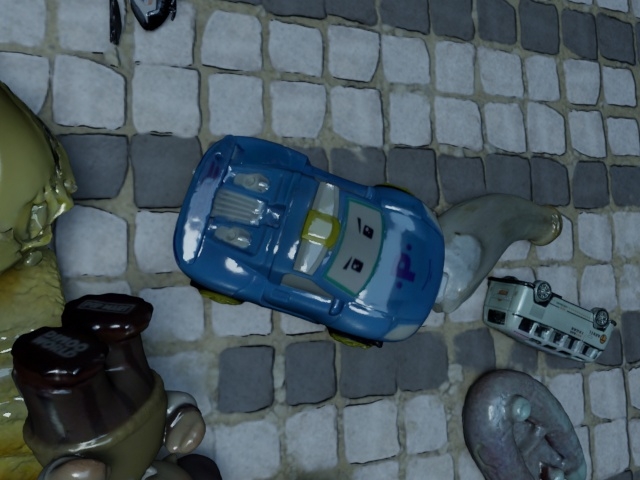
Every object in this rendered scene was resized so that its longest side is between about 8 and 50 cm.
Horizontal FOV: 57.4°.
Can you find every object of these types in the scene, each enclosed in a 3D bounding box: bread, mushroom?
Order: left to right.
[{"bbox_3d":[-0.304,0.128,0.539,0.174,0.133,0.252,-9,88,-25],"label":"bread"},{"bbox_3d":[0.227,-0.006,0.795,0.270,0.103,0.118,-28,98,-28],"label":"mushroom"}]

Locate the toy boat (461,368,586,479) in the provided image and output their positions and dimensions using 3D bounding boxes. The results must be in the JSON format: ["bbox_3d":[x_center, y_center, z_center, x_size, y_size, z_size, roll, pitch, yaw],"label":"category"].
[{"bbox_3d":[0.289,0.278,0.801,0.155,0.085,0.227,-38,100,-20],"label":"toy boat"}]

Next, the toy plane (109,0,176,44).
[{"bbox_3d":[-0.204,-0.322,0.668,0.078,0.053,0.197,-2,90,-14],"label":"toy plane"}]

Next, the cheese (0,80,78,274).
[{"bbox_3d":[-0.370,-0.074,0.496,0.315,0.128,0.260,20,71,-6],"label":"cheese"}]

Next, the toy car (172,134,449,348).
[{"bbox_3d":[0.000,0.000,0.640,0.314,0.166,0.198,20,80,-4],"label":"toy car"}]

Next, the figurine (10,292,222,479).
[{"bbox_3d":[-0.155,0.233,0.506,0.206,0.218,0.365,13,114,-5],"label":"figurine"}]

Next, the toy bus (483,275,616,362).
[{"bbox_3d":[0.326,0.115,0.834,0.193,0.087,0.089,22,84,-20],"label":"toy bus"}]
